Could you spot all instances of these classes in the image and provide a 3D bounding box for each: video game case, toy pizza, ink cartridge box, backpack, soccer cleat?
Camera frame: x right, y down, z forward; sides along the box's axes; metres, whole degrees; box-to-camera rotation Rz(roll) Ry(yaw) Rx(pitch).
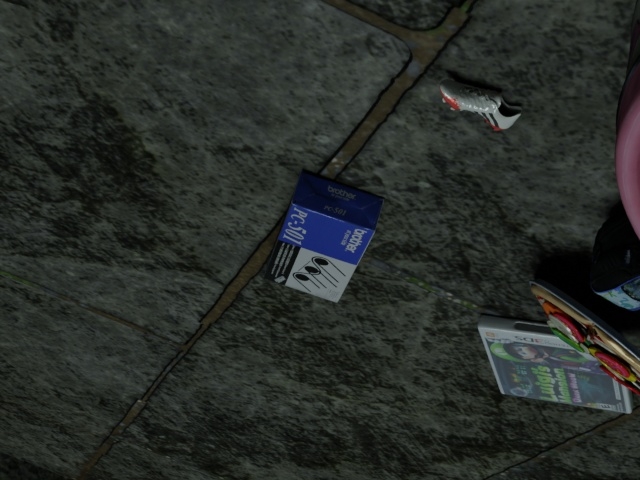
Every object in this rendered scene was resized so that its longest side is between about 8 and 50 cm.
[{"bbox_3d":[0.295,0.156,1.644,0.173,0.022,0.190,7,151,22],"label":"video game case"},{"bbox_3d":[0.301,0.114,1.441,0.201,0.032,0.201,40,179,1],"label":"toy pizza"},{"bbox_3d":[0.000,0.000,1.511,0.097,0.046,0.207,19,153,-3],"label":"ink cartridge box"},{"bbox_3d":[0.318,0.016,1.277,0.084,0.105,0.114,25,152,-16],"label":"backpack"},{"bbox_3d":[0.146,-0.128,1.205,0.083,0.029,0.035,27,143,-24],"label":"soccer cleat"}]

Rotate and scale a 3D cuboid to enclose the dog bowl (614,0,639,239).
[{"bbox_3d":[0.394,-0.060,0.943,0.408,0.150,0.408,23,147,16],"label":"dog bowl"}]
